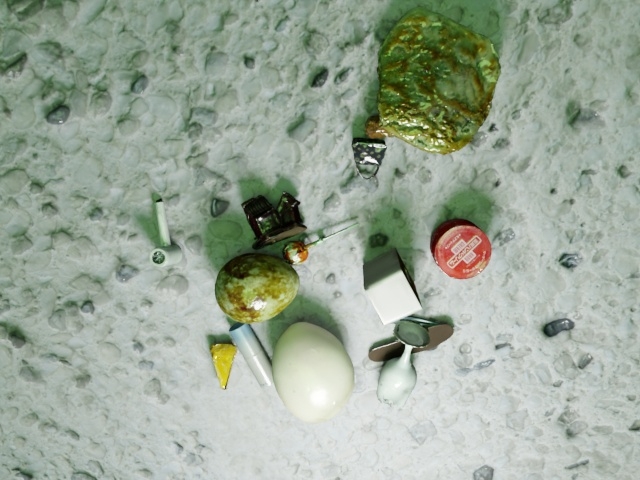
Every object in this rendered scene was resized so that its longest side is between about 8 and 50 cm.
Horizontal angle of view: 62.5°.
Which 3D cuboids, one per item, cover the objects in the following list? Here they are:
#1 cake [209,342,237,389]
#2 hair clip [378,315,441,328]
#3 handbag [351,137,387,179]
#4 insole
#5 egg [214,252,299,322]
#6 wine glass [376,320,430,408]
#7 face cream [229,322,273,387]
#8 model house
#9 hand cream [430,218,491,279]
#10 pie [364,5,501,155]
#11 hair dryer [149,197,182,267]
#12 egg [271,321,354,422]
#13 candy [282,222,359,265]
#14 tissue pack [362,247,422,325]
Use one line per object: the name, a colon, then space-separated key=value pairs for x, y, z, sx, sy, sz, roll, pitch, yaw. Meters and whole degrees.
cake: x=-0.337 y=0.457 z=1.962 sx=0.116 sy=0.080 sz=0.185 roll=-16 pitch=95 yaw=9
hair clip: x=0.325 y=0.287 z=1.900 sx=0.229 sy=0.070 sz=0.039 roll=7 pitch=102 yaw=-7
handbag: x=0.157 y=-0.269 z=1.752 sx=0.115 sy=0.072 sz=0.139 roll=3 pitch=118 yaw=0
insole: x=0.329 y=0.380 z=1.925 sx=0.327 sy=0.007 sz=0.111 roll=-21 pitch=123 yaw=11
egg: x=-0.214 y=0.156 z=1.790 sx=0.289 sy=0.238 sz=0.238 roll=-17 pitch=104 yaw=-3
wine glass: x=0.287 y=0.443 z=1.871 sx=0.143 sy=0.143 sz=0.321 roll=11 pitch=120 yaw=0
face cream: x=-0.246 y=0.417 z=1.942 sx=0.077 sy=0.077 sz=0.250 roll=-24 pitch=103 yaw=9
model house: x=-0.159 y=-0.081 z=1.798 sx=0.203 sy=0.141 sz=0.164 roll=-20 pitch=81 yaw=-13
hand cream: x=0.469 y=0.026 z=1.781 sx=0.193 sy=0.125 sz=0.193 roll=1 pitch=106 yaw=3
pie: x=0.354 y=-0.483 z=1.625 sx=0.395 sy=0.180 sz=0.418 roll=15 pitch=98 yaw=-1
hair dryer: x=-0.542 y=-0.029 z=1.823 sx=0.073 sy=0.131 sz=0.237 roll=-5 pitch=91 yaw=7
egg: x=-0.030 y=0.452 z=1.839 sx=0.283 sy=0.283 sz=0.345 roll=-22 pitch=101 yaw=8
candy: x=-0.001 y=-0.001 z=1.825 sx=0.287 sy=0.078 sz=0.084 roll=-26 pitch=119 yaw=5
tissue pack: x=0.234 y=0.151 z=1.762 sx=0.135 sy=0.246 sz=0.160 roll=-28 pitch=103 yaw=10
